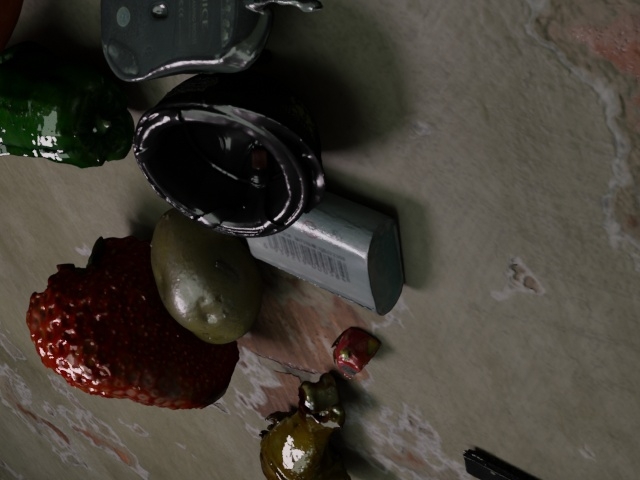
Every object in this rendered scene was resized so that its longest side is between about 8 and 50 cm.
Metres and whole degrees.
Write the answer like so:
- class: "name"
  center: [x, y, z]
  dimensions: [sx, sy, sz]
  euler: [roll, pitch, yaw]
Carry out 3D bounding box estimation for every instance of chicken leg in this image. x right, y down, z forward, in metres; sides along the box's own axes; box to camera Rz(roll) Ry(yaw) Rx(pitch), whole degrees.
- class: "chicken leg"
  center: [-0.017, 0.382, 1.997]
  dimensions: [0.211, 0.140, 0.361]
  euler: [49, 153, 6]

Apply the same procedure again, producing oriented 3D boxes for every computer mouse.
- class: "computer mouse"
  center: [-0.131, -0.274, 1.362]
  dimensions: [0.379, 0.090, 0.167]
  euler: [8, 99, 39]

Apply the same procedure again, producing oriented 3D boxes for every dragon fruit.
- class: "dragon fruit"
  center: [0.047, 0.174, 1.753]
  dimensions: [0.060, 0.056, 0.083]
  euler: [44, 150, -3]

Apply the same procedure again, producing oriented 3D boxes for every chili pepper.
- class: "chili pepper"
  center: [-0.453, -0.216, 1.720]
  dimensions: [0.385, 0.213, 0.167]
  euler: [13, 118, 37]

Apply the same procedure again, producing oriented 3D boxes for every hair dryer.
- class: "hair dryer"
  center: [-0.106, -0.259, 1.441]
  dimensions: [0.079, 0.031, 0.083]
  euler: [0, 121, 35]

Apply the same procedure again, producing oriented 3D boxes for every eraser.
- class: "eraser"
  center: [0.000, 0.000, 1.576]
  dimensions: [0.227, 0.081, 0.174]
  euler: [23, 147, 29]

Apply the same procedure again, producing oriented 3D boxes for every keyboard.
- class: "keyboard"
  center: [0.323, 0.389, 1.733]
  dimensions: [0.231, 0.023, 0.072]
  euler: [24, 151, 29]

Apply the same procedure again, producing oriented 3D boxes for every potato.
- class: "potato"
  center: [-0.184, 0.053, 1.785]
  dimensions: [0.178, 0.160, 0.235]
  euler: [-11, 112, 25]

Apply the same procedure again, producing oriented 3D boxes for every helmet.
- class: "helmet"
  center: [-0.098, -0.132, 1.450]
  dimensions: [0.279, 0.160, 0.230]
  euler: [-15, 126, 38]

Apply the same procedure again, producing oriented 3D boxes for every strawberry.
- class: "strawberry"
  center: [-0.311, 0.169, 1.909]
  dimensions: [0.351, 0.312, 0.267]
  euler: [35, 126, 12]

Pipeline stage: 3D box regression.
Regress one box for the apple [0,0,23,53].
- class: "apple"
  center: [-0.596, -0.369, 1.581]
  dimensions: [0.364, 0.364, 0.364]
  euler: [29, 146, 22]
